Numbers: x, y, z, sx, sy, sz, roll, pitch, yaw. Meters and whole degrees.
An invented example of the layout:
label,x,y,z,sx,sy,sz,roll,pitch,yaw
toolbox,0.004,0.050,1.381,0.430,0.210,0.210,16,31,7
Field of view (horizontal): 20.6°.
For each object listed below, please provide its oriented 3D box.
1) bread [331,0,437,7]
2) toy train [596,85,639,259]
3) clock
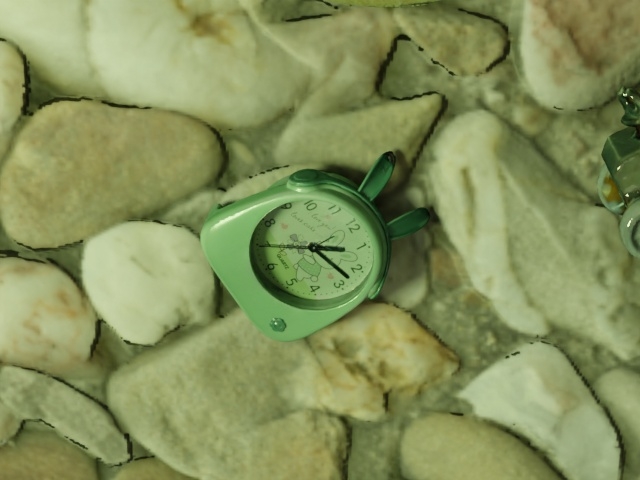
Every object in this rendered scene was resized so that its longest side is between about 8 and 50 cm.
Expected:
label,x,y,z,sx,sy,sz,roll,pitch,yaw
bread,0.039,-0.254,0.977,0.267,0.040,0.267,3,118,6
toy train,0.244,-0.008,1.054,0.127,0.089,0.219,-24,111,8
clock,0.000,0.000,1.117,0.135,0.041,0.101,-26,111,19
